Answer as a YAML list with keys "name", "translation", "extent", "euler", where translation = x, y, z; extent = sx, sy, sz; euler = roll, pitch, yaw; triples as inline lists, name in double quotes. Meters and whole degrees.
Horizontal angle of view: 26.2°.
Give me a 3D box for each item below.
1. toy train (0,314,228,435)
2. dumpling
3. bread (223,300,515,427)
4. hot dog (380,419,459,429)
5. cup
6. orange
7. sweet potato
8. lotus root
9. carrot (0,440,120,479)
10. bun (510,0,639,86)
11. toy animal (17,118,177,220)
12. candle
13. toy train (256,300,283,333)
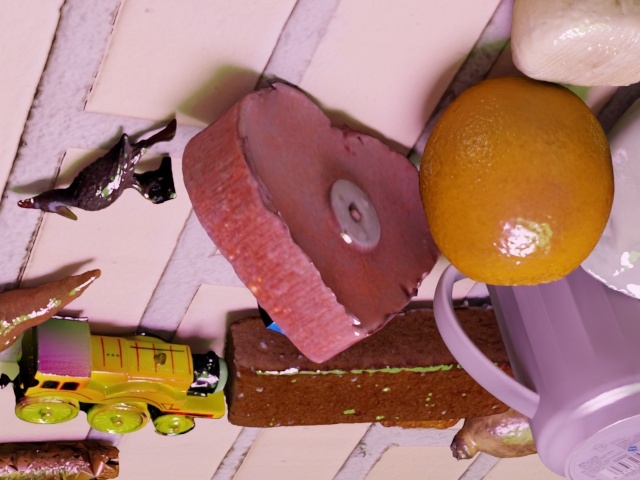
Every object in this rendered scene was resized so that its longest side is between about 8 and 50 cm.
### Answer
- name: "toy train"
  translation: [-0.255, 0.178, 1.771]
  extent: [0.296, 0.100, 0.160]
  euler: [8, 144, -26]
- name: "dumpling"
  translation: [0.463, -0.082, 1.601]
  extent: [0.270, 0.212, 0.320]
  euler: [38, 128, -7]
- name: "bread"
  translation: [0.073, 0.170, 1.867]
  extent: [0.416, 0.113, 0.165]
  euler: [-1, 140, -15]
- name: "hot dog"
  translation: [0.143, 0.241, 2.015]
  extent: [0.147, 0.065, 0.099]
  euler: [7, 140, -36]
- name: "cup"
  translation: [0.311, 0.126, 1.707]
  extent: [0.322, 0.327, 0.237]
  euler: [-1, 141, -14]
- name: "orange"
  translation: [0.214, -0.065, 1.506]
  extent: [0.236, 0.236, 0.236]
  euler: [-9, 143, -7]
- name: "sweet potato"
  translation: [-0.364, 0.083, 1.658]
  extent: [0.226, 0.068, 0.068]
  euler: [-35, 140, 8]
- name: "lotus root"
  translation: [0.289, 0.264, 2.038]
  extent: [0.214, 0.138, 0.138]
  euler: [-19, 145, -16]
- name: "carrot"
  translation: [-0.399, 0.315, 1.942]
  extent: [0.228, 0.069, 0.069]
  euler: [1, 141, -18]
- name: "bun"
  translation: [0.280, -0.226, 1.431]
  extent: [0.188, 0.111, 0.164]
  euler: [4, 157, -27]
- name: "toy animal"
  translation: [-0.237, -0.065, 1.515]
  extent: [0.202, 0.070, 0.105]
  euler: [-16, 130, 7]
- name: "candle"
  translation: [0.000, 0.000, 1.488]
  extent: [0.317, 0.287, 0.131]
  euler: [19, 137, -40]
- name: "toy train"
  translation: [0.027, 0.045, 1.714]
  extent: [0.131, 0.083, 0.204]
  euler: [24, 129, -37]
